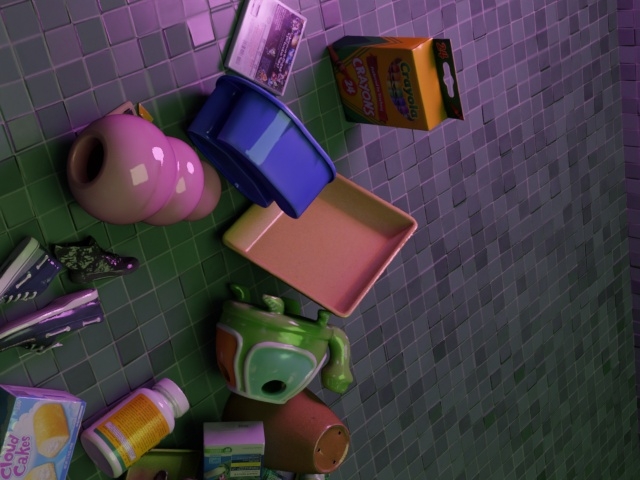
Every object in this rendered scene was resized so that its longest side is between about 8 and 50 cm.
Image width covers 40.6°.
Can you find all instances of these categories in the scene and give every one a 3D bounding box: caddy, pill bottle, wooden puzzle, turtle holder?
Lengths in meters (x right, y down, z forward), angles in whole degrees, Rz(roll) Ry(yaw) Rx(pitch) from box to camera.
[{"bbox_3d":[-0.112,-0.204,1.826,0.179,0.241,0.341,-55,133,-14],"label":"caddy"},{"bbox_3d":[-0.378,0.380,1.789,0.208,0.117,0.118,-38,124,-33],"label":"pill bottle"},{"bbox_3d":[-0.384,-0.229,1.707,0.116,0.014,0.078,-48,129,-25],"label":"wooden puzzle"},{"bbox_3d":[-0.093,0.243,1.954,0.320,0.243,0.227,20,84,-52],"label":"turtle holder"}]

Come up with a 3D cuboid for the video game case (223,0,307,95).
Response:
[{"bbox_3d":[-0.119,-0.439,1.915,0.173,0.022,0.190,22,84,-45],"label":"video game case"}]

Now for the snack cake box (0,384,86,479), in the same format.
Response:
[{"bbox_3d":[-0.562,0.414,1.634,0.152,0.089,0.264,17,88,-47],"label":"snack cake box"}]

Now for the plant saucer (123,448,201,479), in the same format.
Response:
[{"bbox_3d":[-0.366,0.540,1.891,0.188,0.045,0.188,16,88,-46],"label":"plant saucer"}]

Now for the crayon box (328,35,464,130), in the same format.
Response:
[{"bbox_3d":[0.173,-0.368,2.011,0.081,0.318,0.202,-36,123,-33],"label":"crayon box"}]

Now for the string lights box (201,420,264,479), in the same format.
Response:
[{"bbox_3d":[-0.200,0.528,1.947,0.133,0.077,0.260,0,120,-9],"label":"string lights box"}]

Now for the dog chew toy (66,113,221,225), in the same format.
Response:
[{"bbox_3d":[-0.322,-0.120,1.676,0.332,0.206,0.207,14,90,-54],"label":"dog chew toy"}]

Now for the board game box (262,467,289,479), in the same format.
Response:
[{"bbox_3d":[-0.159,0.656,2.140,0.126,0.026,0.186,43,69,-42],"label":"board game box"}]

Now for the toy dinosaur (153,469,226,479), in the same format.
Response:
[{"bbox_3d":[-0.276,0.578,1.874,0.313,0.160,0.121,64,31,-47],"label":"toy dinosaur"}]

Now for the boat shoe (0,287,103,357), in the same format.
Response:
[{"bbox_3d":[-0.518,0.168,1.618,0.254,0.095,0.079,-29,108,-47],"label":"boat shoe"}]

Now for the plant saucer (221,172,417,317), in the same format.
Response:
[{"bbox_3d":[0.000,0.000,1.958,0.333,0.332,0.081,-49,163,-34],"label":"plant saucer"}]

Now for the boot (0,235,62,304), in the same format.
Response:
[{"bbox_3d":[-0.554,0.089,1.571,0.086,0.069,0.190,49,65,-30],"label":"boot"}]

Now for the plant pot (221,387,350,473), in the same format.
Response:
[{"bbox_3d":[-0.062,0.447,2.025,0.237,0.254,0.237,-14,111,-42],"label":"plant pot"}]

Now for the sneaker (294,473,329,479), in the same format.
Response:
[{"bbox_3d":[-0.014,0.635,2.211,0.109,0.123,0.295,38,72,-43],"label":"sneaker"}]

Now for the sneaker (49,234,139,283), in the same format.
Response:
[{"bbox_3d":[-0.436,0.030,1.688,0.170,0.051,0.089,-14,112,-33],"label":"sneaker"}]
